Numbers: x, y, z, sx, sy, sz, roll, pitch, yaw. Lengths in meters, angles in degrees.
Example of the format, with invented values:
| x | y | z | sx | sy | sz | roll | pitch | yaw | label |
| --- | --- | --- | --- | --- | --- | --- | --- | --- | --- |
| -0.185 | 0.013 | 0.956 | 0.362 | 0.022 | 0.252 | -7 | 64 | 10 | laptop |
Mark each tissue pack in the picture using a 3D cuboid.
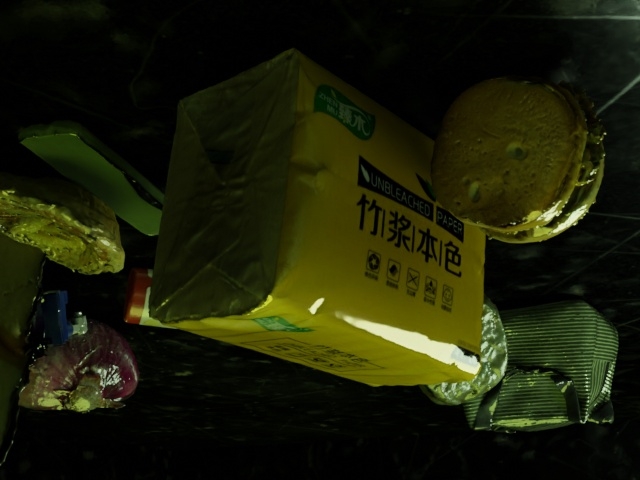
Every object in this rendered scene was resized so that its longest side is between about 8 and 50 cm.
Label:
| x | y | z | sx | sy | sz | roll | pitch | yaw | label |
| --- | --- | --- | --- | --- | --- | --- | --- | --- | --- |
| 0.019 | -0.003 | 0.963 | 0.228 | 0.293 | 0.381 | -12 | 154 | 42 | tissue pack |

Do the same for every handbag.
| x | y | z | sx | sy | sz | roll | pitch | yaw | label |
| --- | --- | --- | --- | --- | --- | --- | --- | --- | --- |
| 0.436 | 0.270 | 1.658 | 0.340 | 0.240 | 0.247 | -13 | 158 | 28 | handbag |

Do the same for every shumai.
| x | y | z | sx | sy | sz | roll | pitch | yaw | label |
| --- | --- | --- | --- | --- | --- | --- | --- | --- | --- |
| 0.222 | 0.166 | 1.508 | 0.189 | 0.256 | 0.218 | -22 | -170 | -7 | shumai |

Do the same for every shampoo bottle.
| x | y | z | sx | sy | sz | roll | pitch | yaw | label |
| --- | --- | --- | --- | --- | --- | --- | --- | --- | --- |
| -0.221 | 0.119 | 1.509 | 0.278 | 0.104 | 0.104 | 9 | 157 | -17 | shampoo bottle |

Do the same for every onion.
| x | y | z | sx | sy | sz | roll | pitch | yaw | label |
| --- | --- | --- | --- | --- | --- | --- | --- | --- | --- |
| -0.550 | 0.239 | 1.787 | 0.267 | 0.159 | 0.348 | -1 | -164 | -25 | onion |

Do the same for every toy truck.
| x | y | z | sx | sy | sz | roll | pitch | yaw | label |
| --- | --- | --- | --- | --- | --- | --- | --- | --- | --- |
| -0.594 | 0.157 | 1.612 | 0.213 | 0.161 | 0.177 | -5 | 180 | 17 | toy truck |

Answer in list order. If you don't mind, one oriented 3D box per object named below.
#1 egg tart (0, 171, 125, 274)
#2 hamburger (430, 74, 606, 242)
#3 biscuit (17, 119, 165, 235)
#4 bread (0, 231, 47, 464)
| x | y | z | sx | sy | sz | roll | pitch | yaw | label |
| --- | --- | --- | --- | --- | --- | --- | --- | --- | --- |
| -0.373 | -0.036 | 1.122 | 0.252 | 0.098 | 0.232 | 2 | 153 | 43 | egg tart |
| 0.222 | -0.093 | 0.887 | 0.118 | 0.182 | 0.191 | 14 | 114 | -54 | hamburger |
| -0.284 | -0.079 | 1.124 | 0.099 | 0.038 | 0.322 | -3 | 158 | 20 | biscuit |
| -0.536 | 0.121 | 1.128 | 0.404 | 0.346 | 0.242 | 17 | 151 | 1 | bread |
